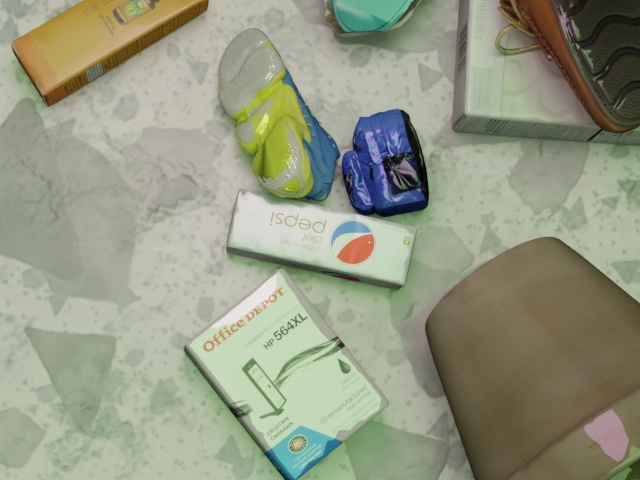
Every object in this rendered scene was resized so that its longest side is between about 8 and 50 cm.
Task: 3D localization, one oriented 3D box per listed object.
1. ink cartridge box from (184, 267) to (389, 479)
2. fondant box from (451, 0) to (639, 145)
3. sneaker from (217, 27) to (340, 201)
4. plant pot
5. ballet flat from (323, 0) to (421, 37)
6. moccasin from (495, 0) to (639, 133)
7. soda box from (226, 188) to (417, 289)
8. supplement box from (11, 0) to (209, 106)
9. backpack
[{"bbox_3d":[-0.042,0.156,1.678,0.148,0.086,0.203,-39,87,-9],"label":"ink cartridge box"},{"bbox_3d":[0.334,-0.244,1.765,0.330,0.096,0.238,4,81,-5],"label":"fondant box"},{"bbox_3d":[-0.047,-0.140,1.732,0.091,0.126,0.240,-29,56,24],"label":"sneaker"},{"bbox_3d":[0.266,0.160,1.614,0.323,0.323,0.280,-30,69,-8],"label":"plant pot"},{"bbox_3d":[0.099,-0.437,1.748,0.147,0.147,0.409,15,94,-2],"label":"ballet flat"},{"bbox_3d":[0.266,-0.290,1.658,0.139,0.147,0.380,-28,80,-22],"label":"moccasin"},{"bbox_3d":[0.000,0.000,1.714,0.216,0.069,0.074,12,82,-2],"label":"soda box"},{"bbox_3d":[-0.248,-0.255,1.728,0.233,0.080,0.078,-32,86,-7],"label":"supplement box"},{"bbox_3d":[0.075,-0.093,1.720,0.101,0.098,0.120,-11,83,-2],"label":"backpack"}]
